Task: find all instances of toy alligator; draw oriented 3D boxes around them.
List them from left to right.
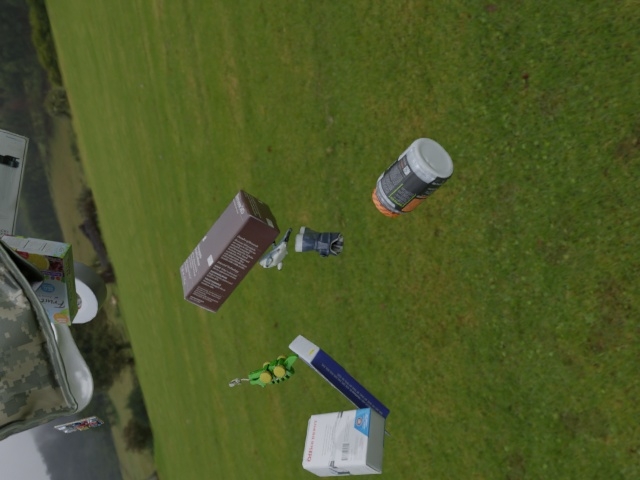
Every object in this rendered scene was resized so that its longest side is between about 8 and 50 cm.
[{"bbox_3d":[-0.126,0.323,1.334,0.051,0.189,0.056,60,-166,-14],"label":"toy alligator"}]

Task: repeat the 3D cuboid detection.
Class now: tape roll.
[{"bbox_3d":[-0.823,0.170,1.852,0.072,0.219,0.219,-77,-11,-56],"label":"tape roll"}]

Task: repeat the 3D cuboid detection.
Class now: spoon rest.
[{"bbox_3d":[-0.670,0.313,1.453,0.084,0.137,0.277,-26,80,35],"label":"spoon rest"}]

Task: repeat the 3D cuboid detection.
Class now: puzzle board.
[{"bbox_3d":[-0.614,0.474,1.440,0.128,0.096,0.011,114,141,-63],"label":"puzzle board"}]

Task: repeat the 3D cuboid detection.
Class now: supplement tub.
[{"bbox_3d":[0.210,-0.141,1.319,0.190,0.116,0.117,-44,66,47],"label":"supplement tub"}]

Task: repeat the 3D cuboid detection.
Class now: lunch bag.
[{"bbox_3d":[-0.446,0.113,0.717,0.235,0.168,0.287,-26,84,49],"label":"lunch bag"}]

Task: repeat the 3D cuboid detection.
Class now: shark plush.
[{"bbox_3d":[-0.147,0.026,1.846,0.067,0.073,0.161,45,119,38],"label":"shark plush"}]

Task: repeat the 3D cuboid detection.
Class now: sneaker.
[{"bbox_3d":[0.000,0.002,1.980,0.226,0.163,0.086,-79,-9,-78],"label":"sneaker"}]

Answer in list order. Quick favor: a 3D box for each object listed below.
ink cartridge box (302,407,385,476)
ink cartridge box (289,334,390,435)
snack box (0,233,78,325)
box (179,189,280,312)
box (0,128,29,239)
[{"bbox_3d":[0.061,0.512,1.423,0.190,0.082,0.140,-19,45,34],"label":"ink cartridge box"},{"bbox_3d":[0.066,0.420,1.683,0.303,0.072,0.307,44,167,-14],"label":"ink cartridge box"},{"bbox_3d":[-0.430,0.063,0.859,0.037,0.100,0.141,-86,8,-54],"label":"snack box"},{"bbox_3d":[-0.316,0.038,1.921,0.381,0.143,0.191,-49,34,13],"label":"box"},{"bbox_3d":[-0.831,-0.137,1.377,0.087,0.169,0.290,-20,65,42],"label":"box"}]
